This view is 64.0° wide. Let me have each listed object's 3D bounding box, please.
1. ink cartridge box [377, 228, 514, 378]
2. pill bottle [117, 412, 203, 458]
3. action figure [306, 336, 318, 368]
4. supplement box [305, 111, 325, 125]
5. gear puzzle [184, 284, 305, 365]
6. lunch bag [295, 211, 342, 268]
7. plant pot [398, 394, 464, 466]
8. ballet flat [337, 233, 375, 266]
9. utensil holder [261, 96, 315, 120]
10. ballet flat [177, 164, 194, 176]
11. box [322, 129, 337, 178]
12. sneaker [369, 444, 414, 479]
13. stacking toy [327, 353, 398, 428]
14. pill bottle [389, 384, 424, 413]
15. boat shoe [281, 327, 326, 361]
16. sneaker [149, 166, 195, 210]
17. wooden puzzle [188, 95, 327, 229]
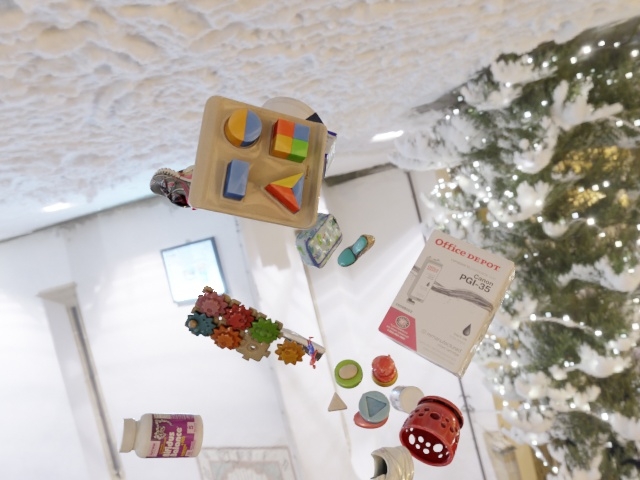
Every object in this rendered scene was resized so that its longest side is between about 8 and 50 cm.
[{"bbox_3d":[0.295,0.143,1.196,0.207,0.283,0.117,26,170,27],"label":"ink cartridge box"},{"bbox_3d":[-0.625,0.763,2.004,0.302,0.169,0.169,10,171,-25],"label":"pill bottle"},{"bbox_3d":[-0.026,0.371,1.678,0.030,0.115,0.038,14,131,-19],"label":"action figure"},{"bbox_3d":[-0.017,-0.466,2.073,0.056,0.083,0.083,-33,-175,4],"label":"supplement box"},{"bbox_3d":[-0.199,0.262,1.386,0.175,0.339,0.044,-57,-170,27],"label":"gear puzzle"},{"bbox_3d":[0.000,0.000,2.190,0.090,0.176,0.219,10,-131,38],"label":"lunch bag"},{"bbox_3d":[0.384,0.637,1.745,0.191,0.191,0.174,-12,-155,40],"label":"plant pot"},{"bbox_3d":[0.142,0.041,1.961,0.067,0.073,0.206,-11,160,-39],"label":"ballet flat"},{"bbox_3d":[-0.197,-0.399,2.306,0.328,0.327,0.385,-12,-138,40],"label":"utensil holder"},{"bbox_3d":[-0.480,-0.285,2.089,0.222,0.077,0.079,-16,148,0],"label":"ballet flat"},{"bbox_3d":[0.006,-0.325,1.924,0.072,0.137,0.126,17,148,6],"label":"box"},{"bbox_3d":[0.208,0.761,1.496,0.152,0.305,0.114,16,140,-30],"label":"sneaker"},{"bbox_3d":[0.177,0.612,2.156,0.280,0.309,0.130,8,144,11],"label":"stacking toy"},{"bbox_3d":[0.410,0.769,2.485,0.130,0.130,0.245,-15,168,-11],"label":"pill bottle"},{"bbox_3d":[-0.091,0.437,2.137,0.228,0.076,0.080,27,180,-12],"label":"boat shoe"},{"bbox_3d":[-0.512,-0.180,1.811,0.299,0.121,0.112,10,-126,37],"label":"sneaker"},{"bbox_3d":[-0.158,-0.215,1.387,0.348,0.322,0.080,10,167,-15],"label":"wooden puzzle"}]
